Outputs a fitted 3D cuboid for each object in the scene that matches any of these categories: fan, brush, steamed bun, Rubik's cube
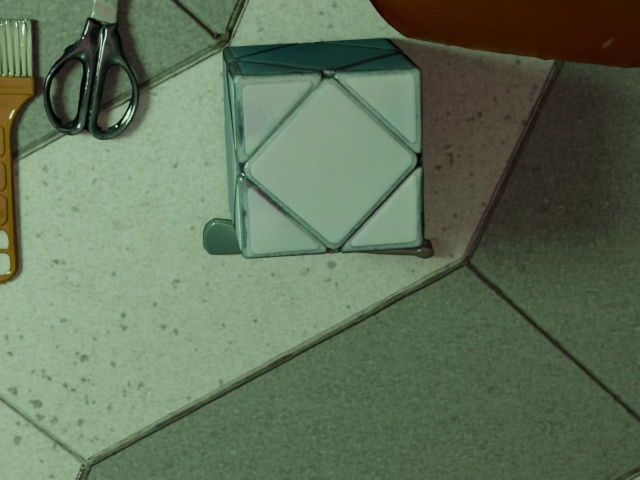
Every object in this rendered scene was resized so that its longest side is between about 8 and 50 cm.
[{"bbox_3d":[0.000,0.000,1.766,0.281,0.023,0.057,2,132,-9],"label":"fan"},{"bbox_3d":[-0.371,-0.098,1.695,0.090,0.017,0.315,0,107,-8],"label":"brush"},{"bbox_3d":[0.223,-0.336,1.591,0.379,0.235,0.248,7,110,-11],"label":"steamed bun"},{"bbox_3d":[-0.001,-0.107,1.645,0.205,0.205,0.207,-2,108,-7],"label":"Rubik's cube"}]

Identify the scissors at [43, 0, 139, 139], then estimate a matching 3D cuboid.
[{"bbox_3d":[-0.243,-0.261,1.661,0.109,0.022,0.300,8,104,-14],"label":"scissors"}]
